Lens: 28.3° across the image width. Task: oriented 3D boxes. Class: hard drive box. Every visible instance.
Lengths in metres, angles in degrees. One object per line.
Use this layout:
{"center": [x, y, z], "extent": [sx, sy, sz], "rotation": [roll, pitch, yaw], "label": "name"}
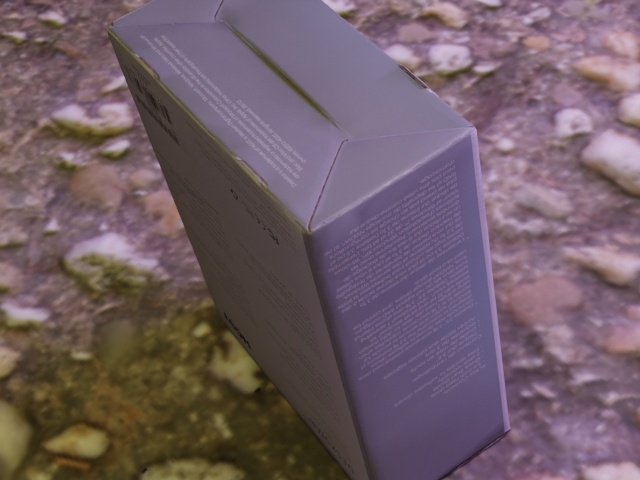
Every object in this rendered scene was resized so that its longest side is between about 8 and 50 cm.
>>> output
{"center": [0.000, 0.000, 0.641], "extent": [0.089, 0.232, 0.181], "rotation": [-32, 51, -15], "label": "hard drive box"}
